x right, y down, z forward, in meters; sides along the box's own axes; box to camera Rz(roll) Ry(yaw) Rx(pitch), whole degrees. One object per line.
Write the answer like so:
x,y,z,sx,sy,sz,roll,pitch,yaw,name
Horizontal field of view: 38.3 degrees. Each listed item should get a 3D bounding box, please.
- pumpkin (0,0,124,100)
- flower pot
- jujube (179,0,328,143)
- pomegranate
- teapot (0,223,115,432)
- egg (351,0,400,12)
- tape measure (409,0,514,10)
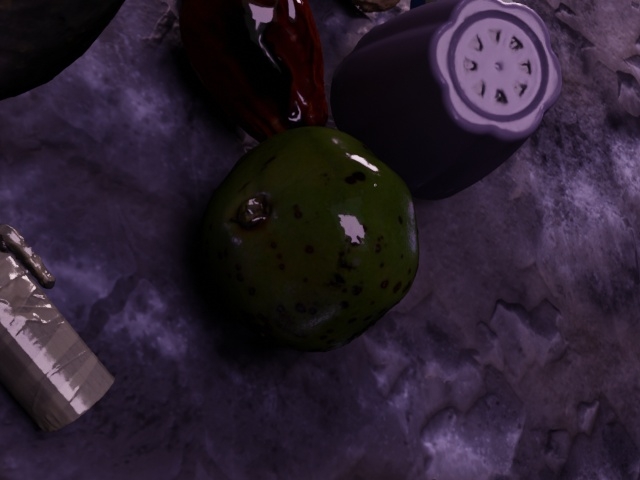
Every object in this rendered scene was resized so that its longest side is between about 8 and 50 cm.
-0.332,-0.296,0.655,0.454,0.454,0.344,20,50,-34,pumpkin
0.175,-0.202,1.207,0.265,0.243,0.265,3,81,-19,flower pot
-0.070,-0.223,1.121,0.168,0.168,0.236,-33,99,-43,jujube
0.000,0.000,1.045,0.270,0.254,0.254,12,65,-49,pomegranate
-0.280,0.073,0.878,0.200,0.077,0.107,53,44,-11,teapot
0.075,-0.402,1.347,0.116,0.118,0.140,-8,86,2,egg
0.221,-0.380,1.456,0.215,0.098,0.352,8,76,-37,tape measure
